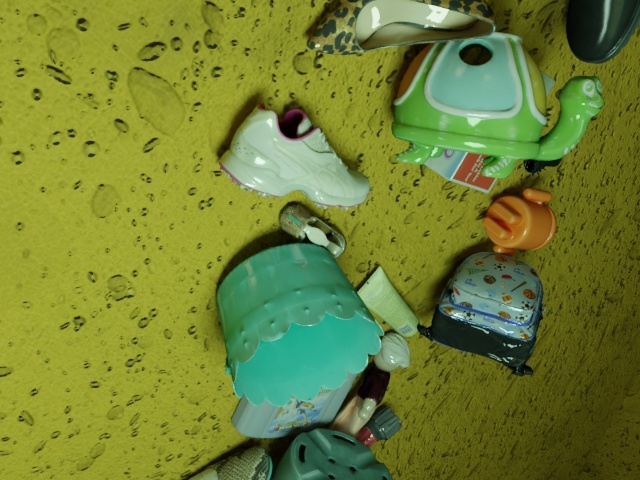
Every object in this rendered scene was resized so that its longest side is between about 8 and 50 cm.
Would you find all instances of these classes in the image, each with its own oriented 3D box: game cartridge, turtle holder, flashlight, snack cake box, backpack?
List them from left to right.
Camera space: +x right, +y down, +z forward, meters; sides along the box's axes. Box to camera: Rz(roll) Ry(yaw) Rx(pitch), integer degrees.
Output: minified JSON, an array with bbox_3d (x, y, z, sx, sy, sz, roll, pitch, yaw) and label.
[{"bbox_3d":[-0.050,0.356,1.464,0.297,0.062,0.198,6,113,-44],"label":"game cartridge"},{"bbox_3d":[0.080,0.555,1.699,0.304,0.103,0.103,-34,135,-14],"label":"flashlight"},{"bbox_3d":[0.337,-0.238,1.295,0.152,0.089,0.264,9,115,-47],"label":"snack cake box"},{"bbox_3d":[0.283,-0.231,1.085,0.243,0.320,0.227,-10,112,-52],"label":"turtle holder"},{"bbox_3d":[0.408,0.148,1.543,0.263,0.277,0.213,-50,157,-55],"label":"backpack"}]

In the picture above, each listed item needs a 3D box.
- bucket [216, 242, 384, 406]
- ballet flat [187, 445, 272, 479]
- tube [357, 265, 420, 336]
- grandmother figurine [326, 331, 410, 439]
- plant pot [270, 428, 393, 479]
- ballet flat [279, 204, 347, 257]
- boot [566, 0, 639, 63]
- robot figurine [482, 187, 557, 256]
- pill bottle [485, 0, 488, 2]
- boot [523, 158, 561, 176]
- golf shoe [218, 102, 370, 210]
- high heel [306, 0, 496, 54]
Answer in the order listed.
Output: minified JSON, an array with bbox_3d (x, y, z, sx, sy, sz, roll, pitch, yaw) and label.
[{"bbox_3d":[-0.048,0.150,1.154,0.281,0.183,0.281,-16,142,-13],"label":"bucket"},{"bbox_3d":[-0.295,0.641,1.418,0.182,0.164,0.482,26,105,-28],"label":"ballet flat"},{"bbox_3d":[0.157,0.147,1.477,0.062,0.070,0.240,-11,146,28],"label":"tube"},{"bbox_3d":[0.115,0.381,1.579,0.104,0.208,0.342,27,96,-4],"label":"grandmother figurine"},{"bbox_3d":[-0.014,0.632,1.443,0.341,0.341,0.334,6,119,-44],"label":"plant pot"},{"bbox_3d":[0.000,0.000,1.207,0.073,0.067,0.206,-54,140,5],"label":"ballet flat"},{"bbox_3d":[0.421,-0.508,1.104,0.445,0.146,0.366,-7,118,-41],"label":"boot"},{"bbox_3d":[0.486,-0.042,1.552,0.220,0.128,0.158,5,83,-43],"label":"robot figurine"},{"bbox_3d":[0.264,-0.405,1.131,0.043,0.043,0.083,0,122,-41],"label":"pill bottle"},{"bbox_3d":[0.535,-0.215,1.524,0.099,0.045,0.121,-15,131,-28],"label":"boot"},{"bbox_3d":[-0.014,-0.133,1.058,0.306,0.115,0.140,7,113,-45],"label":"golf shoe"},{"bbox_3d":[0.125,-0.320,0.966,0.261,0.186,0.093,-29,137,-21],"label":"high heel"}]
